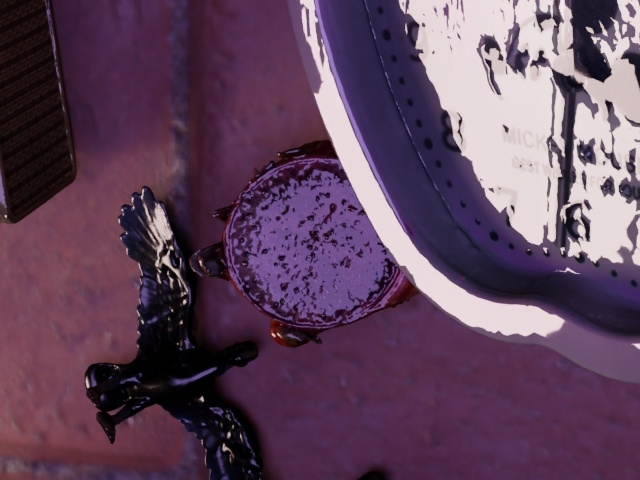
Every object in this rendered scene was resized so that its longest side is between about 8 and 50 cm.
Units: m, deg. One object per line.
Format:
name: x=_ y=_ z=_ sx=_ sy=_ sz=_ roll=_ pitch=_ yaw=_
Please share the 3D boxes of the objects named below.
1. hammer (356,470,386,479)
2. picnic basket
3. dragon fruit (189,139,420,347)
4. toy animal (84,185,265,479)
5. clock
hammer: x=-0.057 y=0.240 z=1.172 sx=0.292 sy=0.029 sz=0.058 roll=-37 pitch=94 yaw=22
picnic basket: x=-0.201 y=-0.090 z=1.055 sx=0.079 sy=0.115 sz=0.164 roll=-3 pitch=105 yaw=15
dragon fruit: x=0.005 y=0.000 z=1.064 sx=0.126 sy=0.068 sz=0.112 roll=-44 pitch=86 yaw=10
toy animal: x=-0.089 y=0.079 z=1.119 sx=0.108 sy=0.062 sz=0.220 roll=-23 pitch=100 yaw=0
clock: x=0.128 y=-0.104 z=0.901 sx=0.338 sy=0.102 sz=0.338 roll=28 pitch=131 yaw=38
